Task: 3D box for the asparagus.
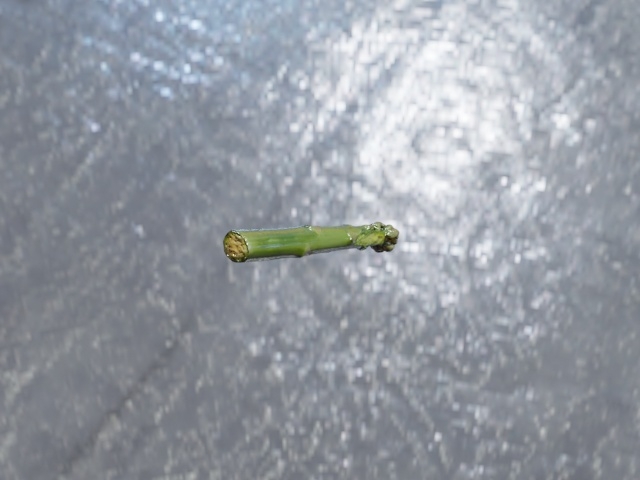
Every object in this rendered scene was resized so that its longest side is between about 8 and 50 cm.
[{"bbox_3d":[0.000,0.000,0.782,0.018,0.015,0.127,-2,1,35],"label":"asparagus"}]
